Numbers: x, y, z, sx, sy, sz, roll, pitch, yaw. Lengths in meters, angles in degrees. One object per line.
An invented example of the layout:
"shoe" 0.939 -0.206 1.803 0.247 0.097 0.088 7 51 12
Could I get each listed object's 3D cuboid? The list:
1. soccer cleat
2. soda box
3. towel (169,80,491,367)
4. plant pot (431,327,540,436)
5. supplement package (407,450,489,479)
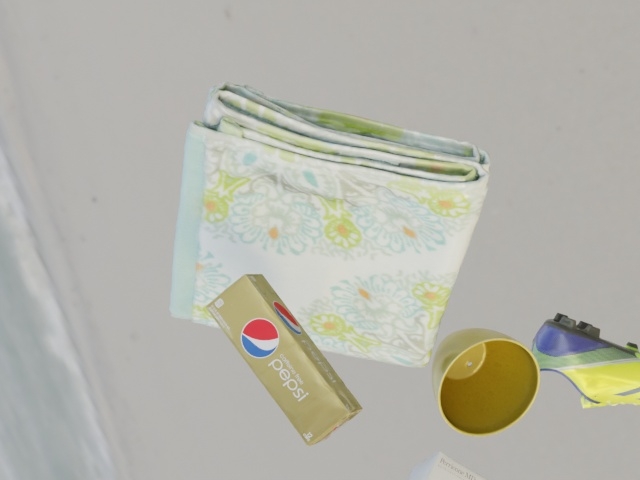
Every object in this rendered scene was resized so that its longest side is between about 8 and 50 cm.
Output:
"soccer cleat" 0.452 0.212 2.212 0.289 0.121 0.093 24 -177 -2
"soda box" -0.037 0.122 1.504 0.181 0.058 0.061 52 -169 11
"towel" 0.000 0.000 1.627 0.374 0.321 0.090 103 -178 -51
"plant pot" 0.191 0.160 1.801 0.095 0.134 0.134 -127 17 -61
"supplement package" 0.156 0.405 2.044 0.105 0.179 0.105 30 153 -4
